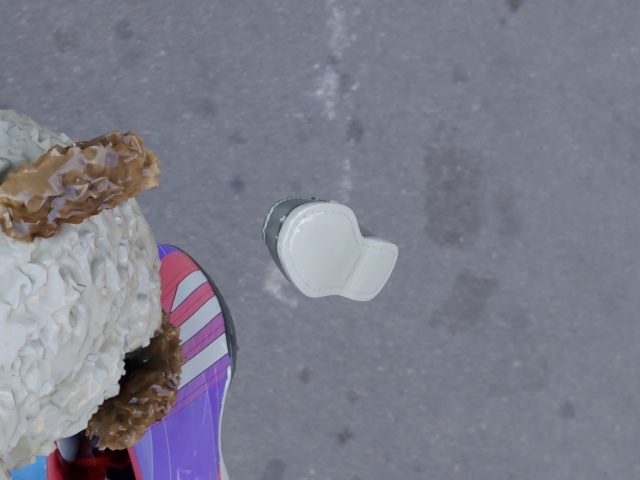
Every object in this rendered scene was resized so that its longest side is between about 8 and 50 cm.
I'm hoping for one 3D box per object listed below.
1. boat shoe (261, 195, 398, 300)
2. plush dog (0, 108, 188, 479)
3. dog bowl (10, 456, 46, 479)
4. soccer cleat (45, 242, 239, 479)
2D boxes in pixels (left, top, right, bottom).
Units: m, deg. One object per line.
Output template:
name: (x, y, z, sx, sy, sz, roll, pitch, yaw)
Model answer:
boat shoe: (-0.002, 0.004, 1.345, 0.109, 0.091, 0.305, -60, 156, 2)
plush dog: (-0.150, 0.004, 0.547, 0.211, 0.225, 0.262, -33, 92, 7)
dog bowl: (-0.477, 0.287, 1.630, 0.297, 0.074, 0.165, 27, 92, 0)
soccer cleat: (-0.122, 0.102, 0.747, 0.116, 0.109, 0.318, 45, 24, -40)
